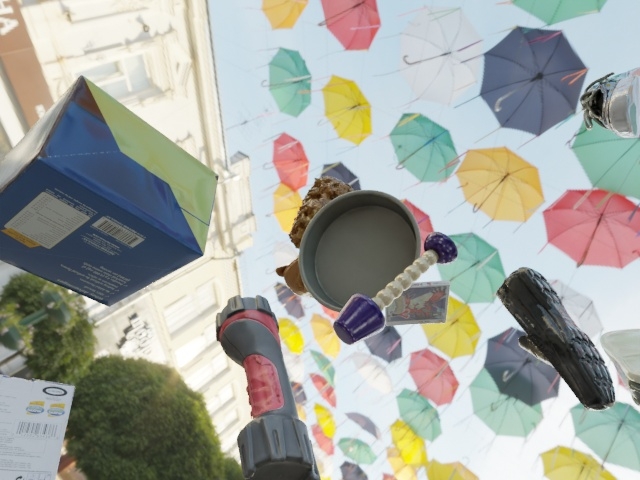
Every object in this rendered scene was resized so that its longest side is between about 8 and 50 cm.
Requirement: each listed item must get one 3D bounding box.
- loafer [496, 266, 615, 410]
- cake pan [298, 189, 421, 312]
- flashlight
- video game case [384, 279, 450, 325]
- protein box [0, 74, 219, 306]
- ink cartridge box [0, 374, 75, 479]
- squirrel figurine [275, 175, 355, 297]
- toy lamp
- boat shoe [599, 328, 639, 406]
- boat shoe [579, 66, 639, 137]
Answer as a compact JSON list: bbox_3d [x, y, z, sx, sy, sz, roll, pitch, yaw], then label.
[{"bbox_3d":[0.322,0.138,0.653,0.078,0.076,0.223,-51,-143,31],"label":"loafer"},{"bbox_3d":[0.090,0.027,1.059,0.293,0.293,0.054,31,-3,32],"label":"cake pan"},{"bbox_3d":[-0.089,0.196,0.646,0.304,0.103,0.103,-116,-173,-59],"label":"flashlight"},{"bbox_3d":[0.279,0.188,1.359,0.183,0.023,0.201,-4,-42,7],"label":"video game case"},{"bbox_3d":[-0.273,-0.043,0.569,0.201,0.136,0.200,-25,-44,30],"label":"protein box"},{"bbox_3d":[-0.750,0.468,1.079,0.151,0.270,0.395,-52,-147,26],"label":"ink cartridge box"},{"bbox_3d":[0.000,0.000,1.584,0.281,0.370,0.397,32,-19,43],"label":"squirrel figurine"},{"bbox_3d":[0.132,0.081,0.816,0.080,0.274,0.080,35,-34,29],"label":"toy lamp"},{"bbox_3d":[0.686,0.271,1.002,0.116,0.319,0.099,-13,-88,25],"label":"boat shoe"},{"bbox_3d":[0.562,-0.269,0.896,0.105,0.306,0.113,-3,-61,40],"label":"boat shoe"}]
